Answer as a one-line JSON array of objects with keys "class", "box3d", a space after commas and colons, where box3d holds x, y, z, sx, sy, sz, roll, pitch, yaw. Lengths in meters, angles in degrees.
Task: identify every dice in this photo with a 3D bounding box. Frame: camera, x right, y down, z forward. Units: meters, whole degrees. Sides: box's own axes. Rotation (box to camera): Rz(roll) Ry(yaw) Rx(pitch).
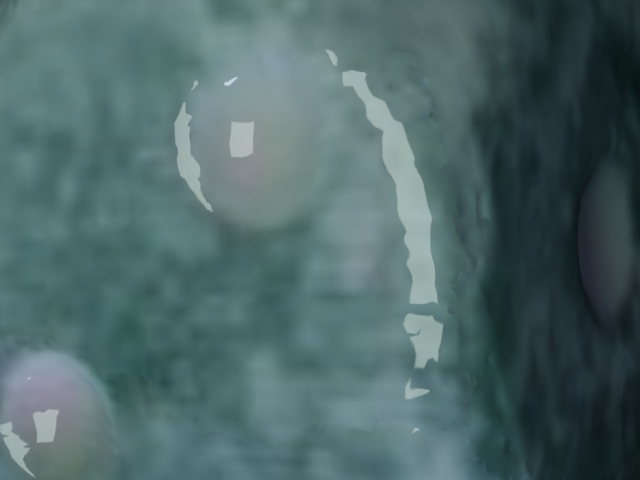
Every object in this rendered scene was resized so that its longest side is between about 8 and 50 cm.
[{"class": "dice", "box3d": [0.000, 0.000, 0.828, 0.348, 0.328, 0.331, 1, 99, 32]}]
